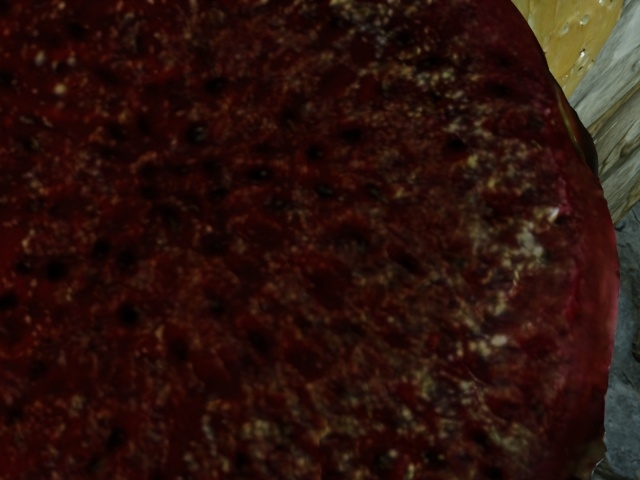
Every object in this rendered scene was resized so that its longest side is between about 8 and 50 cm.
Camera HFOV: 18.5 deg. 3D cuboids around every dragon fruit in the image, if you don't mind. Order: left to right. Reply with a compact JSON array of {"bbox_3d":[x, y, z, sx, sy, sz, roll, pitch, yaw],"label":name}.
[{"bbox_3d":[-0.084,0.025,0.787,0.249,0.371,0.386,127,-18,-61],"label":"dragon fruit"}]

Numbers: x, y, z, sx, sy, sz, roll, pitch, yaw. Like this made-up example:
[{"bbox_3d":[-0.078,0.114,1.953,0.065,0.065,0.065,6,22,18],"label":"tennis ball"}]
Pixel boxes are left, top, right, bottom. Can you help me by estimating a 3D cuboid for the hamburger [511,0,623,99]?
[{"bbox_3d":[0.081,-0.108,1.265,0.283,0.144,0.259,-35,165,-45],"label":"hamburger"}]
